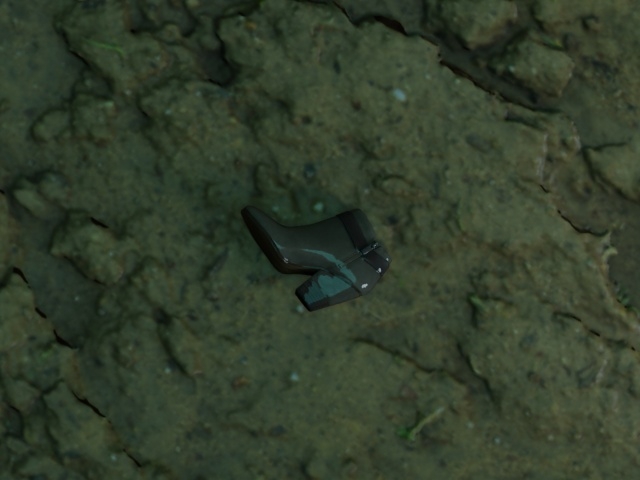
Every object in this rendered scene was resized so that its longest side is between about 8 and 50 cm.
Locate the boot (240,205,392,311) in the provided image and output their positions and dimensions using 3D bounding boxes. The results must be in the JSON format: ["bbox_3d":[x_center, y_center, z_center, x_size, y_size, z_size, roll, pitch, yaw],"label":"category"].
[{"bbox_3d":[0.000,0.000,1.332,0.087,0.042,0.118,-35,90,-13],"label":"boot"}]
